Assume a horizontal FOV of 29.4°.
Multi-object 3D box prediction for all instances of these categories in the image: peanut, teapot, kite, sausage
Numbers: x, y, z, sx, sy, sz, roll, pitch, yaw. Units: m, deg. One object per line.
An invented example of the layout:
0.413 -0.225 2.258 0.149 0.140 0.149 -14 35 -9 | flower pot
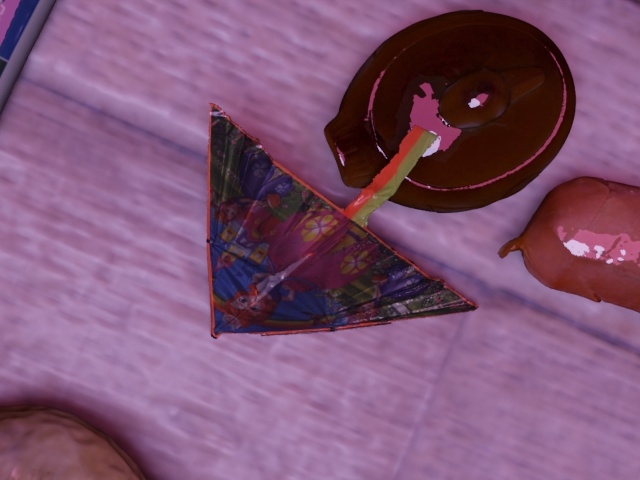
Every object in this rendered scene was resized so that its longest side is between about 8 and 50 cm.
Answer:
-0.111 0.153 0.581 0.228 0.085 0.104 43 97 -2 | peanut
0.065 -0.063 0.599 0.129 0.078 0.098 -19 91 -5 | teapot
0.000 0.000 0.597 0.159 0.010 0.190 -38 125 22 | kite
0.177 0.012 0.620 0.169 0.065 0.065 20 88 -4 | sausage

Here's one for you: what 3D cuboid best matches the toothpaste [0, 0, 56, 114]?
-0.159 -0.108 0.603 0.057 0.035 0.197 28 89 12 | toothpaste
